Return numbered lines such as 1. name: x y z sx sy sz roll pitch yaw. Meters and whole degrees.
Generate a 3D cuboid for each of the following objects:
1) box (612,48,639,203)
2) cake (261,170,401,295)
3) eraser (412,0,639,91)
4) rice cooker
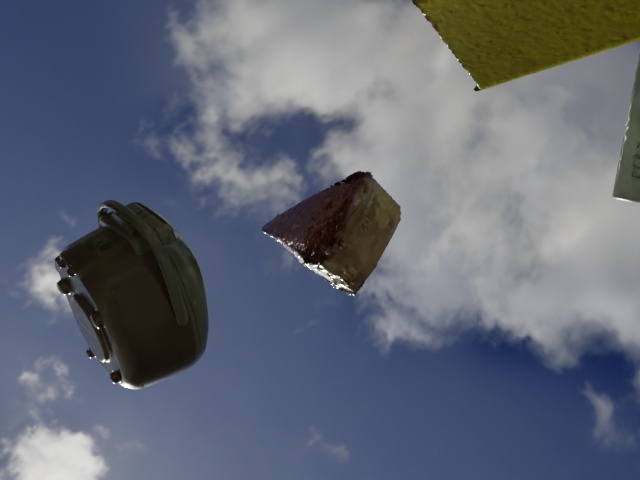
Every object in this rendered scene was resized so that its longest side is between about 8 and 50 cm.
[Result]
1. box: 0.355 -0.101 0.617 0.045 0.270 0.210 4 -82 -18
2. cake: -0.007 0.014 0.868 0.086 0.116 0.220 42 -37 -18
3. eraser: 0.190 -0.223 0.614 0.226 0.069 0.158 -12 -45 41
4. rice cooker: -0.194 0.061 0.796 0.145 0.127 0.206 30 -37 39
